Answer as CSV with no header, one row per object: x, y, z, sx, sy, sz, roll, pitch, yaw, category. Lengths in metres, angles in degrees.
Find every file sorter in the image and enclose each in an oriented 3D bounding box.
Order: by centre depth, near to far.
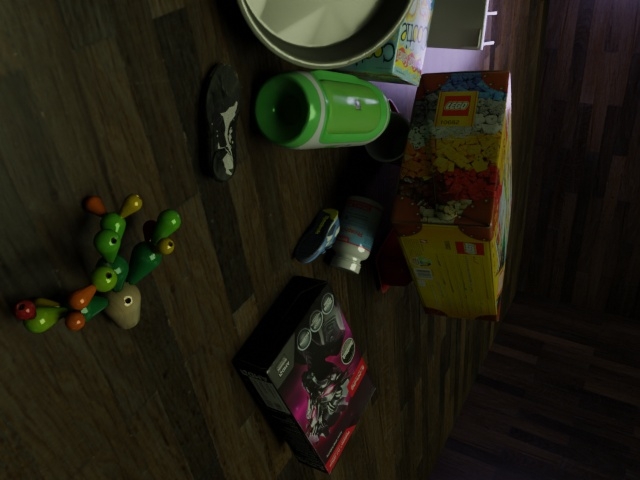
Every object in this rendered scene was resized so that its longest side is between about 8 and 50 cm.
0.309,-0.590,1.294,0.173,0.193,0.277,-35,132,-54,file sorter

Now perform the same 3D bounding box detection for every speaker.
0.015,-0.228,1.002,0.297,0.131,0.131,-19,118,-57,speaker

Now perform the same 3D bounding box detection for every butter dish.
0.228,0.052,1.515,0.160,0.118,0.159,-56,146,-33,butter dish

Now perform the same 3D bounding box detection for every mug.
0.188,-0.243,1.322,0.169,0.113,0.150,5,100,-65,mug

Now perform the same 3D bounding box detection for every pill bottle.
0.076,-0.012,1.248,0.087,0.087,0.160,33,74,-60,pill bottle

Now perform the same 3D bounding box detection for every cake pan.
0.009,-0.395,0.803,0.293,0.054,0.293,-12,125,-18,cake pan

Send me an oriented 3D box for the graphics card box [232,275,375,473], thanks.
-0.015,0.280,1.168,0.232,0.094,0.370,-52,135,-34,graphics card box

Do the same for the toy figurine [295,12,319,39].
-0.020,-0.384,0.918,0.173,0.130,0.159,-46,161,-81,toy figurine

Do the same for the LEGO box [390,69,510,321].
0.328,-0.077,1.315,0.500,0.193,0.372,58,42,-57,LEGO box

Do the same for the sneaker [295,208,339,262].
0.000,0.000,1.154,0.144,0.053,0.059,-53,147,-33,sneaker

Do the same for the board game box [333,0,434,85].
0.125,-0.449,1.077,0.142,0.144,0.275,-8,110,-60,board game box

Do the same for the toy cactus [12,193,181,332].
-0.261,0.048,0.690,0.219,0.112,0.180,-56,165,-36,toy cactus

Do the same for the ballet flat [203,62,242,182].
-0.149,-0.172,0.834,0.058,0.049,0.173,0,101,-27,ballet flat
